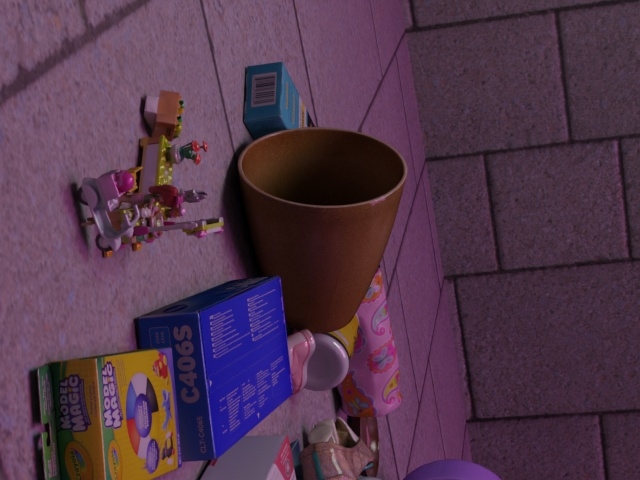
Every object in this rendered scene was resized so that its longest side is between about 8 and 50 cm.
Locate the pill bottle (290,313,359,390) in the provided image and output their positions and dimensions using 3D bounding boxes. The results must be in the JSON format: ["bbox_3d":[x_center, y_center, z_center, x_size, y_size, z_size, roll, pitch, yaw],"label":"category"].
[{"bbox_3d":[0.007,0.150,1.879,0.184,0.103,0.103,-69,150,-62],"label":"pill bottle"}]

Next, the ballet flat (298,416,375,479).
[{"bbox_3d":[0.023,0.333,1.850,0.316,0.107,0.106,47,23,-85],"label":"ballet flat"}]

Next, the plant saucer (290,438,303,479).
[{"bbox_3d":[-0.055,0.354,1.720,0.192,0.018,0.067,-43,127,-73],"label":"plant saucer"}]

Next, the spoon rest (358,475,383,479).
[{"bbox_3d":[0.068,0.449,1.988,0.084,0.137,0.276,59,2,14],"label":"spoon rest"}]

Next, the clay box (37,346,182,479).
[{"bbox_3d":[-0.196,0.171,1.123,0.222,0.053,0.127,7,77,-77],"label":"clay box"}]

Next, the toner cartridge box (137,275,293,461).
[{"bbox_3d":[-0.116,0.144,1.425,0.348,0.075,0.165,-18,101,-77],"label":"toner cartridge box"}]

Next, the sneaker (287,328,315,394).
[{"bbox_3d":[-0.055,0.187,1.742,0.051,0.070,0.134,50,-36,28],"label":"sneaker"}]

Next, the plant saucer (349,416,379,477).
[{"bbox_3d":[0.083,0.378,2.268,0.168,0.029,0.168,-5,90,-77],"label":"plant saucer"}]

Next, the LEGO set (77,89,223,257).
[{"bbox_3d":[-0.157,-0.063,1.270,0.287,0.107,0.132,-70,151,-61],"label":"LEGO set"}]

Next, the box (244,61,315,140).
[{"bbox_3d":[-0.054,-0.170,1.852,0.244,0.060,0.100,59,29,-61],"label":"box"}]

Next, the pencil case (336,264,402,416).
[{"bbox_3d":[0.071,0.174,2.111,0.124,0.124,0.284,-62,142,-67],"label":"pencil case"}]

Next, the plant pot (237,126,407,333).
[{"bbox_3d":[0.000,0.000,1.716,0.237,0.237,0.254,-74,168,-58],"label":"plant pot"}]

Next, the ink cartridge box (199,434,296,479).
[{"bbox_3d":[-0.079,0.370,1.452,0.158,0.092,0.218,-59,143,-68],"label":"ink cartridge box"}]

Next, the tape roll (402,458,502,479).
[{"bbox_3d":[0.273,0.595,2.440,0.090,0.275,0.274,-55,138,-70],"label":"tape roll"}]
